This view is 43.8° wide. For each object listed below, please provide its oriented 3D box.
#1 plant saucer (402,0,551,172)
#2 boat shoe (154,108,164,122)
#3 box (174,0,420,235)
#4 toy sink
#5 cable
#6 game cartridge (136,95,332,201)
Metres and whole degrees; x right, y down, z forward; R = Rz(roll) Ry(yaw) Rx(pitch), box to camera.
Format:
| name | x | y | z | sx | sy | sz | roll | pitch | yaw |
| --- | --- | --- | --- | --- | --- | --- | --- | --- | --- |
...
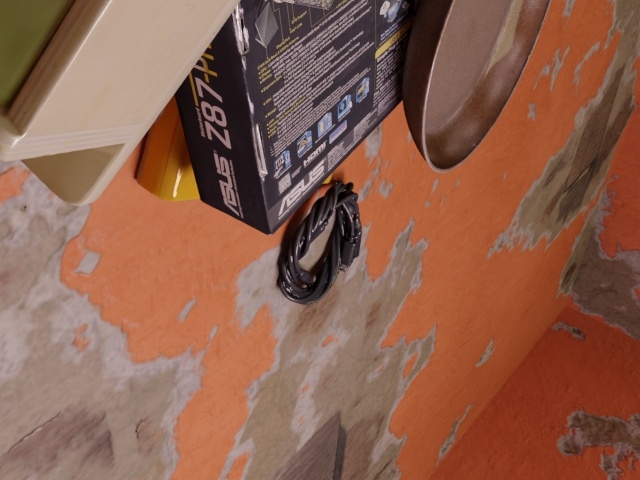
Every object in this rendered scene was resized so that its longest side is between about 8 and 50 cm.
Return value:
| name | x | y | z | sx | sy | sz | roll | pitch | yaw |
| --- | --- | --- | --- | --- | --- | --- | --- | --- | --- |
| plant saucer | 0.162 | -0.219 | 0.801 | 0.310 | 0.050 | 0.310 | -46 | 151 | -36 |
| boat shoe | -0.124 | -0.194 | 0.632 | 0.073 | 0.073 | 0.206 | -3 | 116 | -57 |
| box | 0.029 | -0.241 | 0.684 | 0.395 | 0.097 | 0.318 | -47 | 153 | -30 |
| toy sink | -0.158 | -0.137 | 0.435 | 0.234 | 0.153 | 0.131 | -47 | 174 | 23 |
| cable | 0.000 | 0.000 | 1.073 | 0.151 | 0.047 | 0.184 | -32 | 144 | -37 |
| game cartridge | -0.029 | -0.201 | 0.795 | 0.285 | 0.053 | 0.323 | -13 | 130 | -55 |
